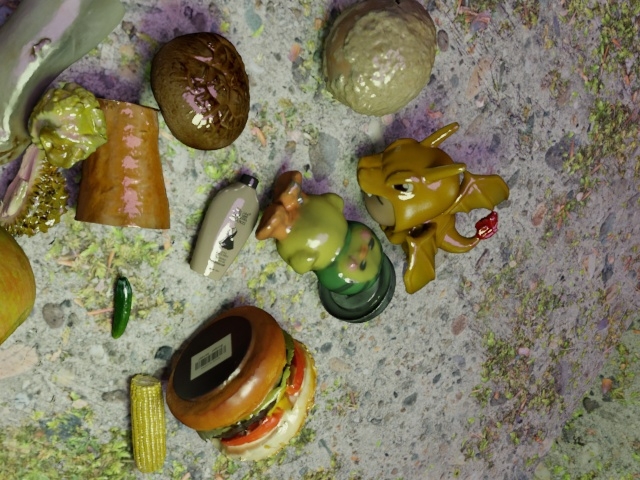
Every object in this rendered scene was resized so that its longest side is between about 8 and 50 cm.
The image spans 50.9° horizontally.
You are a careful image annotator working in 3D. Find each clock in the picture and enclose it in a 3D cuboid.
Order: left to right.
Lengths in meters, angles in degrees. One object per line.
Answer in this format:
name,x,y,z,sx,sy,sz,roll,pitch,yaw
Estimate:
clock,0.096,0.110,1.745,0.042,0.214,0.215,33,87,-51

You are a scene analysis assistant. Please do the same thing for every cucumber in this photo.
cucumber,-0.441,0.146,1.501,0.039,0.039,0.168,0,109,-34

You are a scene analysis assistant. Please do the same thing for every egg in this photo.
egg,0.140,-0.429,1.557,0.310,0.279,0.279,-49,127,-25

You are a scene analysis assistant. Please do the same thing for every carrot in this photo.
carrot,-0.392,-0.151,1.357,0.195,0.196,0.255,2,96,-35

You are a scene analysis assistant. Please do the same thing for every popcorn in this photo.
popcorn,-0.458,-0.210,1.219,0.145,0.126,0.125,-40,152,16

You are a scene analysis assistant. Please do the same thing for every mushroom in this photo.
mushroom,-0.522,-0.318,1.227,0.397,0.126,0.177,-53,150,-5
mushroom,-0.236,-0.304,1.375,0.253,0.153,0.253,13,75,-60

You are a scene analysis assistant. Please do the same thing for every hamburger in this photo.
hamburger,-0.174,0.335,1.577,0.330,0.330,0.250,-46,122,-12

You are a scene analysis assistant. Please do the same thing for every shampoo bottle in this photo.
shampoo bottle,-0.214,-0.036,1.564,0.127,0.078,0.257,24,90,-34

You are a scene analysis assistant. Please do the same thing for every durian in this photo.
durian,-0.542,-0.097,1.301,0.140,0.078,0.224,5,114,-41

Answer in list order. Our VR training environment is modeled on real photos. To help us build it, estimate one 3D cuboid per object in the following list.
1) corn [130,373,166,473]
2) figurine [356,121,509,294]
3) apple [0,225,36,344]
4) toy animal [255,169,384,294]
corn,-0.409,0.437,1.600,0.081,0.081,0.249,-9,111,-32
figurine,0.294,-0.108,1.770,0.400,0.268,0.387,-36,138,-6
apple,-0.675,0.097,1.149,0.339,0.339,0.340,-12,113,-30
toy animal,0.000,0.001,1.642,0.338,0.191,0.216,34,65,-20
